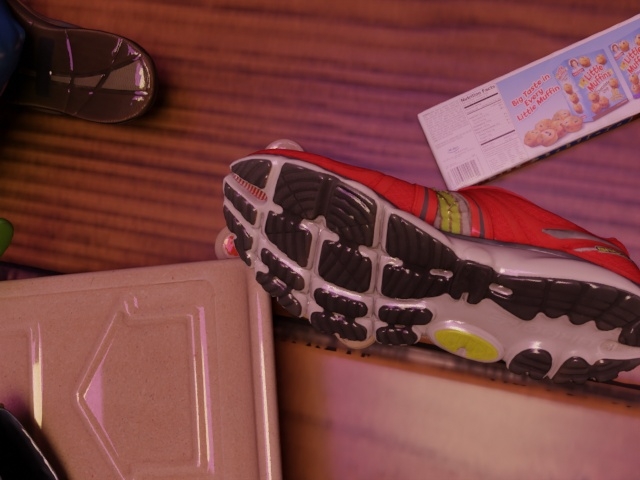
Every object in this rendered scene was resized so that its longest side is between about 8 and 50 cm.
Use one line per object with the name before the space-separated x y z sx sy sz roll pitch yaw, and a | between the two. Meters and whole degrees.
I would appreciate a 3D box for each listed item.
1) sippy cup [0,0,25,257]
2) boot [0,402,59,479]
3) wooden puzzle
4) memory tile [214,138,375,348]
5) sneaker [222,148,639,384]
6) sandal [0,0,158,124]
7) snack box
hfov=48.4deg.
sippy cup | -0.339 -0.112 0.491 0.224 0.240 0.305 -41 118 16
boot | -0.204 0.211 0.446 0.106 0.082 0.219 -42 72 12
wooden puzzle | -0.179 0.187 0.525 0.347 0.080 0.322 -6 82 17
memory tile | 0.000 0.000 0.532 0.148 0.012 0.113 31 91 15
sneaker | 0.073 0.006 0.461 0.279 0.118 0.107 20 125 1
sandal | -0.214 -0.148 0.570 0.219 0.060 0.090 17 105 18
snack box | 0.163 -0.095 0.500 0.178 0.022 0.064 -23 79 10
